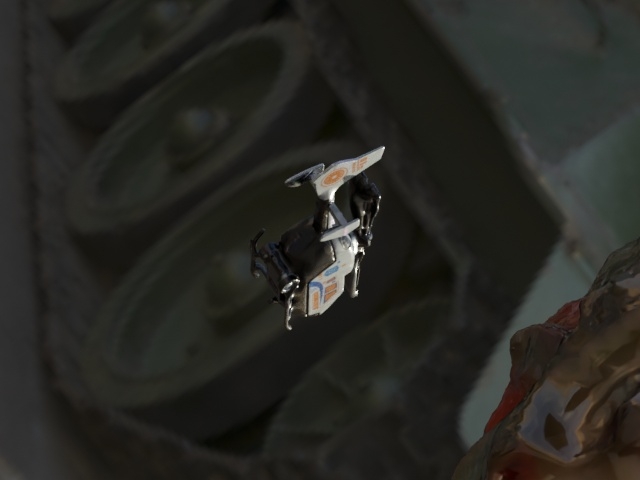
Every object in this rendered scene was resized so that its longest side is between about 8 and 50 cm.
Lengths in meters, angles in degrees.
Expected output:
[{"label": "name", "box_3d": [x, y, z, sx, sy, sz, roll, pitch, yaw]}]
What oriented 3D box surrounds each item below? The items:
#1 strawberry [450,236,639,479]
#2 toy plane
[{"label": "strawberry", "box_3d": [0.209, 0.141, 0.732, 0.336, 0.265, 0.149, 51, 21, -8]}, {"label": "toy plane", "box_3d": [-0.001, 0.000, 1.231, 0.053, 0.078, 0.197, 58, -19, 24]}]
